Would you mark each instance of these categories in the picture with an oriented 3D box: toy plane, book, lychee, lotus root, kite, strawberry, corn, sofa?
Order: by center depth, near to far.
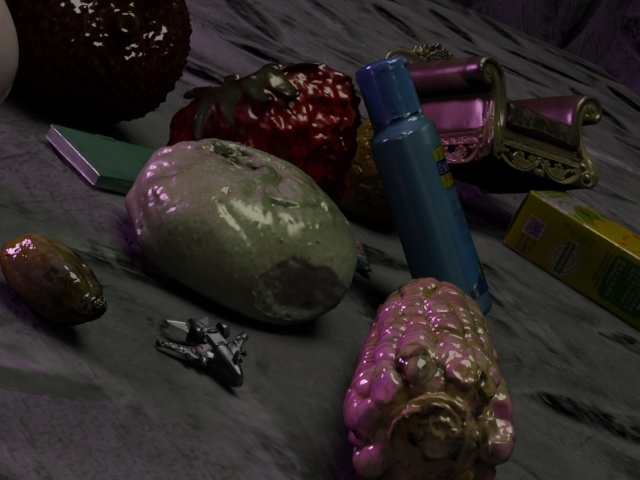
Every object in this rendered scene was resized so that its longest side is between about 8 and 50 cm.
[{"bbox_3d":[-0.188,0.031,1.271,0.099,0.049,0.054,36,9,31],"label":"lotus root"},{"bbox_3d":[-0.080,0.081,1.334,0.078,0.031,0.083,-5,30,-36],"label":"toy plane"},{"bbox_3d":[0.078,0.105,1.370,0.126,0.127,0.335,26,10,-4],"label":"corn"},{"bbox_3d":[-0.183,-0.069,1.673,0.135,0.017,0.103,12,23,-46],"label":"book"},{"bbox_3d":[-0.033,-0.068,1.717,0.236,0.190,0.111,46,26,-59],"label":"strawberry"},{"bbox_3d":[-0.221,-0.204,1.763,0.194,0.194,0.194,25,15,-7],"label":"lychee"},{"bbox_3d":[0.000,0.000,1.781,0.139,0.011,0.156,31,14,26],"label":"kite"},{"bbox_3d":[0.212,-0.165,2.238,0.200,0.182,0.258,0,-9,45],"label":"sofa"}]

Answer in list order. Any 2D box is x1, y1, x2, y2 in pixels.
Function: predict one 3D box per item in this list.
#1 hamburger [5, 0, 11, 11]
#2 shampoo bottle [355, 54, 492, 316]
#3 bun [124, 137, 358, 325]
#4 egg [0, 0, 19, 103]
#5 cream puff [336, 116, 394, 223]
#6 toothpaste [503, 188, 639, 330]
[{"bbox_3d":[-0.378,-0.358,1.781,0.268,0.287,0.445,27,18,0],"label":"hamburger"},{"bbox_3d":[0.095,-0.046,1.691,0.104,0.061,0.258,-28,100,-71],"label":"shampoo bottle"},{"bbox_3d":[-0.061,-0.016,1.531,0.221,0.108,0.221,26,15,-8],"label":"bun"},{"bbox_3d":[-0.343,-0.170,1.423,0.217,0.183,0.183,23,15,-28],"label":"egg"},{"bbox_3d":[0.066,-0.073,1.945,0.133,0.119,0.104,-16,57,-30],"label":"cream puff"},{"bbox_3d":[0.376,0.048,2.132,0.327,0.077,0.110,34,16,23],"label":"toothpaste"}]
